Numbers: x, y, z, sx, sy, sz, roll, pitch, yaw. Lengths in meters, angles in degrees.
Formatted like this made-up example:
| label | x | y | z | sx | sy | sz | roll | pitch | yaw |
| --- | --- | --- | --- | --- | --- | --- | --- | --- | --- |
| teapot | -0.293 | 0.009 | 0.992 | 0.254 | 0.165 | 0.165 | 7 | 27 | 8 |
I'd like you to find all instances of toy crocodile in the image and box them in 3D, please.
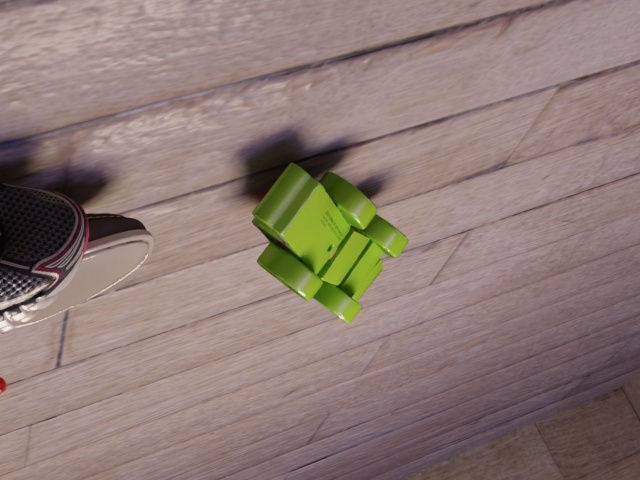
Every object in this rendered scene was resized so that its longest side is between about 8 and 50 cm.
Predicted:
| label | x | y | z | sx | sy | sz | roll | pitch | yaw |
| --- | --- | --- | --- | --- | --- | --- | --- | --- | --- |
| toy crocodile | 0.000 | 0.000 | 1.334 | 0.115 | 0.105 | 0.340 | -55 | 158 | -2 |

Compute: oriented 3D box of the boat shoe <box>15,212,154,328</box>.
| label | x | y | z | sx | sy | sz | roll | pitch | yaw |
| --- | --- | --- | --- | --- | --- | --- | --- | --- | --- |
| boat shoe | -0.300 | 0.033 | 1.069 | 0.335 | 0.095 | 0.112 | -24 | 160 | -21 |

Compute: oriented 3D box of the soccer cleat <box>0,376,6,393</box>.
| label | x | y | z | sx | sy | sz | roll | pitch | yaw |
| --- | --- | --- | --- | --- | --- | --- | --- | --- | --- |
| soccer cleat | -0.368 | 0.157 | 1.371 | 0.083 | 0.029 | 0.035 | -10 | 164 | -31 |

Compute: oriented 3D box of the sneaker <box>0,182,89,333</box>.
| label | x | y | z | sx | sy | sz | roll | pitch | yaw |
| --- | --- | --- | --- | --- | --- | --- | --- | --- | --- |
| sneaker | -0.292 | 0.003 | 0.926 | 0.299 | 0.121 | 0.112 | -7 | 150 | -41 |
